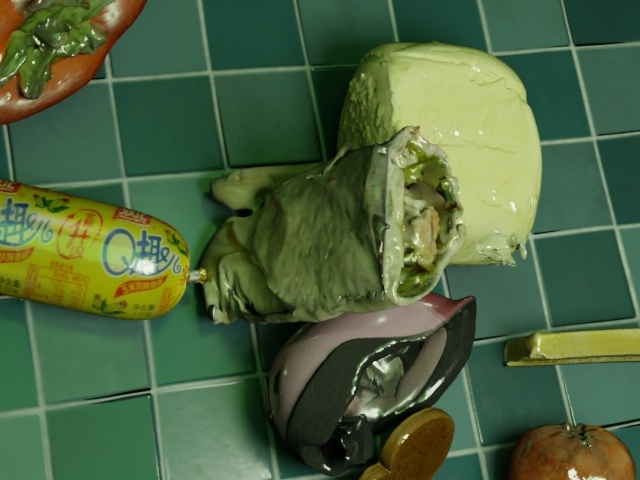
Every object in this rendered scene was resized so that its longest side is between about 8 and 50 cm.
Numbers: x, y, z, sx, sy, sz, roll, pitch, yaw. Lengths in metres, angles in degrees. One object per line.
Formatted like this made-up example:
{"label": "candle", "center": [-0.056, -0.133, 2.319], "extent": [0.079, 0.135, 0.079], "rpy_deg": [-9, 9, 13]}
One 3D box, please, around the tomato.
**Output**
{"label": "tomato", "center": [-0.353, -0.292, 1.221], "extent": [0.341, 0.341, 0.273], "rpy_deg": [-36, 73, -21]}

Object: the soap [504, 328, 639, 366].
{"label": "soap", "center": [0.354, 0.130, 1.413], "extent": [0.252, 0.092, 0.037], "rpy_deg": [0, 77, -15]}

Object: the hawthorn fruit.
{"label": "hawthorn fruit", "center": [0.275, 0.292, 1.337], "extent": [0.149, 0.149, 0.189], "rpy_deg": [27, 105, -7]}

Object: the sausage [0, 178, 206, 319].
{"label": "sausage", "center": [-0.293, 0.007, 1.256], "extent": [0.347, 0.123, 0.123], "rpy_deg": [13, 72, -11]}

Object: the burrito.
{"label": "burrito", "center": [0.001, -0.003, 1.258], "extent": [0.135, 0.332, 0.190], "rpy_deg": [6, 79, -41]}

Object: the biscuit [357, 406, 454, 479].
{"label": "biscuit", "center": [0.086, 0.258, 1.301], "extent": [0.026, 0.124, 0.175], "rpy_deg": [32, 71, 36]}

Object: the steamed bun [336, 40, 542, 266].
{"label": "steamed bun", "center": [0.137, -0.092, 1.382], "extent": [0.232, 0.166, 0.273], "rpy_deg": [-2, 82, -27]}

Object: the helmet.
{"label": "helmet", "center": [0.045, 0.136, 1.287], "extent": [0.154, 0.198, 0.253], "rpy_deg": [31, 66, 23]}
